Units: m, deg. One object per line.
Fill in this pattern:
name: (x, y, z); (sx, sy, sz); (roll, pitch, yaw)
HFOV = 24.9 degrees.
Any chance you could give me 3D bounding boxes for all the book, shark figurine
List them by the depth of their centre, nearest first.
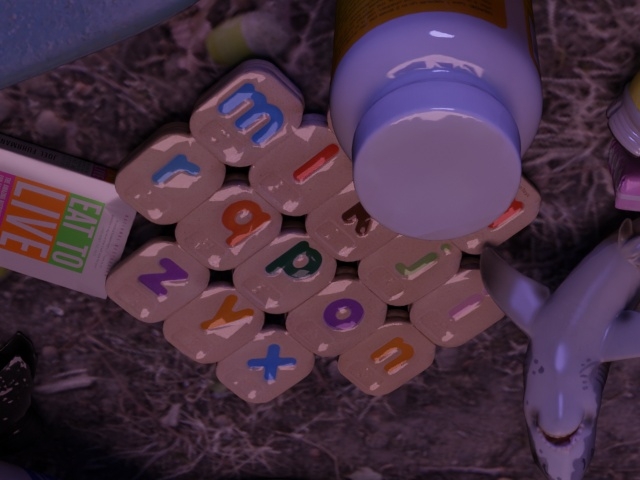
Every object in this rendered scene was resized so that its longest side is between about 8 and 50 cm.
book: (-0.205, -0.024, 1.020); (0.144, 0.035, 0.096); (17, 124, -10)
shark figurine: (0.230, 0.034, 1.021); (0.278, 0.166, 0.116); (-39, 156, 1)

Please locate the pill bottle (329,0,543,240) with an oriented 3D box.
pill bottle: (0.064, -0.099, 0.820); (0.117, 0.208, 0.117); (1, 131, 2)

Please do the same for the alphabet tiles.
alphabet tiles: (0.000, 0.000, 1.020); (0.278, 0.021, 0.284); (-37, 121, 22)

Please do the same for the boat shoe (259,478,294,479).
boat shoe: (0.009, 0.249, 1.208); (0.228, 0.081, 0.068); (1, 127, -1)

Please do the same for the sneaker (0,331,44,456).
sneaker: (-0.289, 0.138, 1.152); (0.170, 0.051, 0.089); (-20, 127, 13)

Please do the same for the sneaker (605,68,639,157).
sneaker: (0.293, -0.076, 0.913); (0.208, 0.081, 0.094); (14, 128, -8)

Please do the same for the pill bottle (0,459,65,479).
pill bottle: (-0.232, 0.259, 1.144); (0.152, 0.152, 0.272); (-36, 136, 29)

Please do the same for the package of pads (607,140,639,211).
package of pads: (0.235, -0.040, 0.966); (0.083, 0.050, 0.032); (6, 131, -2)

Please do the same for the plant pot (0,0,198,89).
plant pot: (-0.129, -0.244, 0.696); (0.252, 0.248, 0.247); (-16, 130, -7)
